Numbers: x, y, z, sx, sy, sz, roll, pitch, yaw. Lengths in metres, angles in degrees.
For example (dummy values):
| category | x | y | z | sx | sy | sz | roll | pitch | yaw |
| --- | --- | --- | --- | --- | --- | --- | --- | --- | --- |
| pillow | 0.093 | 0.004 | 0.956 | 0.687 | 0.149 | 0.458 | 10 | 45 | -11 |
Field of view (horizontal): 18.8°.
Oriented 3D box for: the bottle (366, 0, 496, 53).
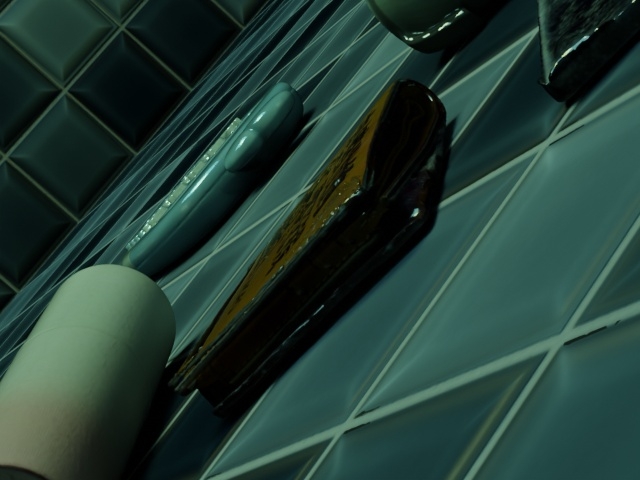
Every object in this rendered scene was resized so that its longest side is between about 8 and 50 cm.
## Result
| category | x | y | z | sx | sy | sz | roll | pitch | yaw |
| --- | --- | --- | --- | --- | --- | --- | --- | --- | --- |
| bottle | 0.133 | -0.220 | 1.221 | 0.253 | 0.079 | 0.096 | -42 | 49 | 26 |

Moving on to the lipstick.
| category | x | y | z | sx | sy | sz | roll | pitch | yaw |
| --- | --- | --- | --- | --- | --- | --- | --- | --- | --- |
| lipstick | -0.147 | 0.103 | 1.108 | 0.087 | 0.087 | 0.327 | -46 | 9 | 15 |

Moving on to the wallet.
| category | x | y | z | sx | sy | sz | roll | pitch | yaw |
| --- | --- | --- | --- | --- | --- | --- | --- | --- | --- |
| wallet | -0.002 | -0.003 | 1.015 | 0.161 | 0.042 | 0.195 | -45 | 9 | 22 |

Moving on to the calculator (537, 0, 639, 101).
| category | x | y | z | sx | sy | sz | roll | pitch | yaw |
| --- | --- | --- | --- | --- | --- | --- | --- | --- | --- |
| calculator | 0.165 | -0.156 | 0.948 | 0.161 | 0.021 | 0.262 | -45 | 10 | 19 |

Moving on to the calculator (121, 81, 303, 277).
| category | x | y | z | sx | sy | sz | roll | pitch | yaw |
| --- | --- | --- | --- | --- | --- | --- | --- | --- | --- |
| calculator | -0.094 | -0.051 | 1.683 | 0.188 | 0.042 | 0.302 | -51 | 9 | -26 |
